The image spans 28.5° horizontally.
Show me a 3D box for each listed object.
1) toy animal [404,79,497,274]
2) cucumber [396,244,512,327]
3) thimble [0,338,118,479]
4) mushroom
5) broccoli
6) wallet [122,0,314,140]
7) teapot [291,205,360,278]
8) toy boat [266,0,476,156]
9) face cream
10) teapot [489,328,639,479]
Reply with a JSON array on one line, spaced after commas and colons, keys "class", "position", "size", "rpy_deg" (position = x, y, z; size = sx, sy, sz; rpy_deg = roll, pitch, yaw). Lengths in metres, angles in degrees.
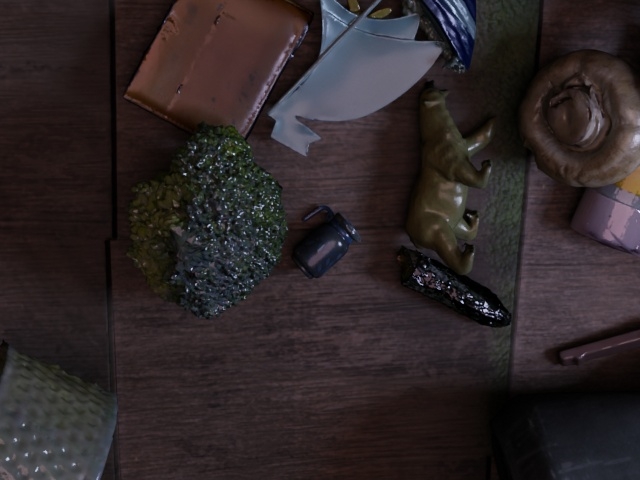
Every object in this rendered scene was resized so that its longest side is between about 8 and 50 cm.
[{"class": "toy animal", "position": [0.153, -0.078, 1.525], "size": [0.101, 0.103, 0.218], "rpy_deg": [10, 104, 6]}, {"class": "cucumber", "position": [0.169, 0.063, 1.581], "size": [0.181, 0.053, 0.053], "rpy_deg": [27, 99, -18]}, {"class": "thimble", "position": [-0.354, 0.267, 1.433], "size": [0.150, 0.271, 0.271], "rpy_deg": [26, 99, -16]}, {"class": "mushroom", "position": [0.313, -0.143, 1.494], "size": [0.127, 0.166, 0.166], "rpy_deg": [-8, 111, -50]}, {"class": "broccoli", "position": [-0.128, -0.015, 1.449], "size": [0.198, 0.226, 0.176], "rpy_deg": [-42, 89, -18]}, {"class": "wallet", "position": [-0.121, -0.215, 1.464], "size": [0.161, 0.042, 0.195], "rpy_deg": [26, 95, -21]}, {"class": "teapot", "position": [0.002, 0.003, 1.542], "size": [0.083, 0.063, 0.049], "rpy_deg": [-42, 139, 0]}, {"class": "toy boat", "position": [0.050, -0.219, 1.468], "size": [0.220, 0.067, 0.291], "rpy_deg": [41, 92, -22]}, {"class": "face cream", "position": [0.410, -0.116, 1.561], "size": [0.107, 0.073, 0.269], "rpy_deg": [22, 101, -6]}, {"class": "teapot", "position": [0.395, 0.261, 1.568], "size": [0.344, 0.253, 0.300], "rpy_deg": [-15, 62, -1]}]
